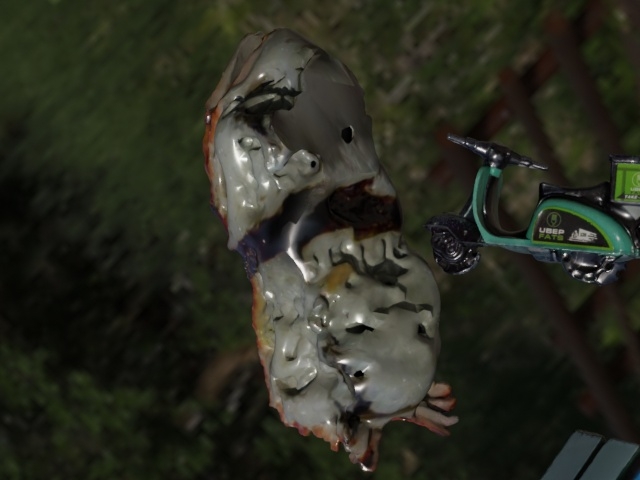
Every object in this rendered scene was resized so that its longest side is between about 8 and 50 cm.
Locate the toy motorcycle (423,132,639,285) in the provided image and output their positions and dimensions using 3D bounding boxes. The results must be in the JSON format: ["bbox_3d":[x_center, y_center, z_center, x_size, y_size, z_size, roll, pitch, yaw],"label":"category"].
[{"bbox_3d":[0.156,-0.020,1.352,0.173,0.100,0.058,5,177,22],"label":"toy motorcycle"}]

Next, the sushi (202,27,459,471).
[{"bbox_3d":[0.000,0.000,1.382,0.130,0.124,0.332,-20,86,56],"label":"sushi"}]

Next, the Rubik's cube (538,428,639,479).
[{"bbox_3d":[0.312,0.316,1.967,0.183,0.167,0.180,41,169,-15],"label":"Rubik's cube"}]
